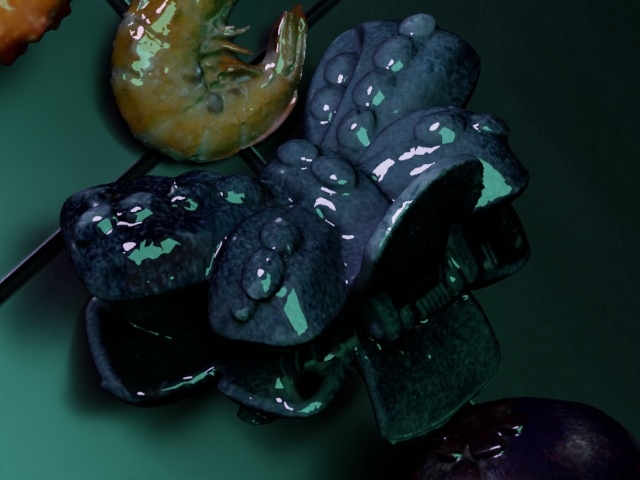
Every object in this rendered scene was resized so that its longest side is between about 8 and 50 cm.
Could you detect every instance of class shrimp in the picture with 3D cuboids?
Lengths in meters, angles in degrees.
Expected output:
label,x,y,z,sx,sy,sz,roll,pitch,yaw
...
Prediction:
label,x,y,z,sx,sy,sz,roll,pitch,yaw
shrimp,-0.067,-0.135,1.071,0.132,0.051,0.187,40,69,-33

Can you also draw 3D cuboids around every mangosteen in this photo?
label,x,y,z,sx,sy,sz,roll,pitch,yaw
mangosteen,0.135,0.208,1.020,0.194,0.194,0.230,-40,123,-27

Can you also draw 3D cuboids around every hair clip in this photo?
label,x,y,z,sx,sy,sz,roll,pitch,yaw
hair clip,0.006,0.001,0.981,0.310,0.206,0.194,-34,136,-26

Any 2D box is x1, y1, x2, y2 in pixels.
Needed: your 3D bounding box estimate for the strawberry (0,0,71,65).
label,x,y,z,sx,sy,sz,roll,pitch,yaw
strawberry,-0.259,-0.172,0.961,0.236,0.111,0.190,-39,108,-4
